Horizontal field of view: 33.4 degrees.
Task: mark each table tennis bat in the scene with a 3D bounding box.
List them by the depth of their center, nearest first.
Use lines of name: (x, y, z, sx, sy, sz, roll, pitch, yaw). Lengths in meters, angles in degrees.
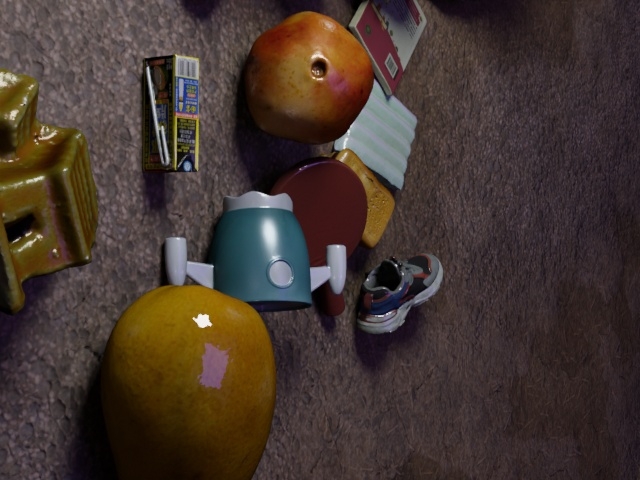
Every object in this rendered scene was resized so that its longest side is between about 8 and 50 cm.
table tennis bat: (0.000, 0.000, 1.794, 0.200, 0.038, 0.310, -26, 128, -20)

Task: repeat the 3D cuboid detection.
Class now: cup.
cup: (-0.094, 0.018, 1.631, 0.300, 0.167, 0.173, 3, 80, -27)

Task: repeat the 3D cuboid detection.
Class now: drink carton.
drink carton: (-0.216, -0.180, 1.533, 0.056, 0.071, 0.165, 0, 90, -49)

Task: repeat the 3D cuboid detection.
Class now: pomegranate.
pomegranate: (-0.017, -0.255, 1.682, 0.209, 0.209, 0.209, -3, 94, -52)

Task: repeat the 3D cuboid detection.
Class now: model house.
model house: (-0.360, -0.081, 1.268, 0.239, 0.173, 0.268, -28, 115, -48)

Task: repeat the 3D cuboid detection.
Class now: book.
book: (0.129, -0.403, 1.985, 0.162, 0.022, 0.231, 57, 41, -34)

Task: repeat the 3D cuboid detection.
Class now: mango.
mango: (-0.182, 0.241, 1.485, 0.264, 0.221, 0.377, -12, 111, -56)

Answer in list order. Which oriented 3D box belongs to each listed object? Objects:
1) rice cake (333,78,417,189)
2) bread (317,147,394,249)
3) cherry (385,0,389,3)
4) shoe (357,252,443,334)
rice cake: (0.107, -0.199, 1.979, 0.198, 0.037, 0.189, 40, 59, -45)
bread: (0.050, -0.072, 1.877, 0.200, 0.077, 0.116, 44, 59, -45)
cherry: (0.128, -0.529, 1.885, 0.195, 0.195, 0.195, -3, 94, -52)
shoe: (0.136, 0.070, 1.976, 0.227, 0.099, 0.125, -44, 127, -37)
